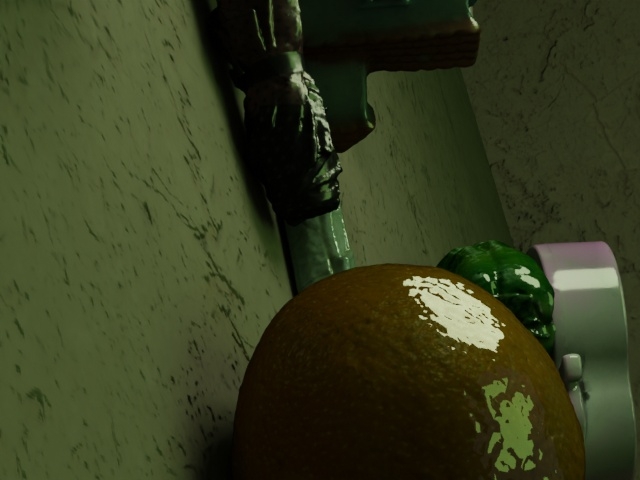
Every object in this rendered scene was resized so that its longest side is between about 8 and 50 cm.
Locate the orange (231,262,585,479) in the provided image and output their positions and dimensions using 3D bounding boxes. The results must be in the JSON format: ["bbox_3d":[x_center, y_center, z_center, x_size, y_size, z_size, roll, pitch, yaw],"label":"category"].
[{"bbox_3d":[0.057,0.143,0.891,0.264,0.264,0.264,-19,90,-77],"label":"orange"}]

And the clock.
[{"bbox_3d":[0.342,0.165,1.719,0.338,0.102,0.338,-5,90,-90],"label":"clock"}]

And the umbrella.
[{"bbox_3d":[-0.052,-0.175,1.200,0.090,0.094,0.326,133,-59,-74],"label":"umbrella"}]

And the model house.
[{"bbox_3d":[0.058,-0.271,1.378,0.252,0.295,0.329,-93,177,-65],"label":"model house"}]

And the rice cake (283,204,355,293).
[{"bbox_3d":[0.000,0.000,1.232,0.066,0.063,0.336,63,12,-64],"label":"rice cake"}]

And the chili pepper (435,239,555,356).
[{"bbox_3d":[0.203,0.107,1.707,0.385,0.167,0.213,11,76,-89],"label":"chili pepper"}]
